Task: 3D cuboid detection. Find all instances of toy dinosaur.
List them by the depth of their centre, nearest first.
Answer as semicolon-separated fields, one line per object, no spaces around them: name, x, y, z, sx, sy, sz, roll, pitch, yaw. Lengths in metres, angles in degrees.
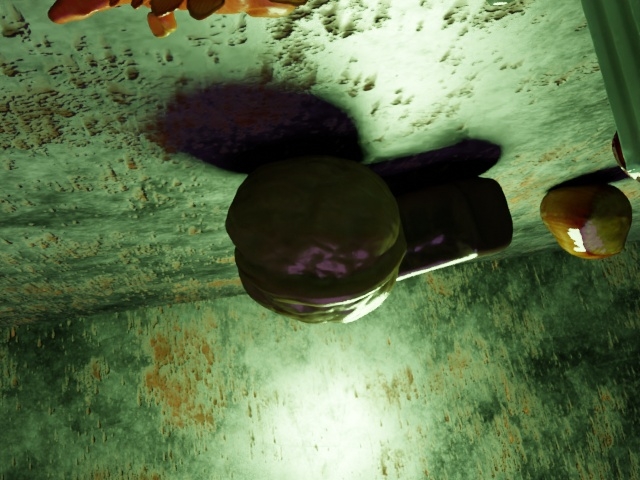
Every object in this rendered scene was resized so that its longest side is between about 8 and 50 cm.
toy dinosaur;-0.047;-0.180;0.422;0.289;0.070;0.117;-11;-154;1

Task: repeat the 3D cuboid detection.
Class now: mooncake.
mooncake;0.187;-0.017;1.229;0.334;0.174;0.326;-10;175;-43

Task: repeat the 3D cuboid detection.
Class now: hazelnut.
hazelnut;0.635;-0.058;1.497;0.186;0.210;0.210;-40;157;22

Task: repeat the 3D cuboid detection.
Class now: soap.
soap;0.286;-0.168;0.519;0.067;0.197;0.119;-8;169;-8

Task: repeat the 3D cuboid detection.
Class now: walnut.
walnut;0.000;0.000;1.003;0.286;0.285;0.296;-8;133;-6

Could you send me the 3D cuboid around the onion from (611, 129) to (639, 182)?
onion;0.564;-0.168;1.024;0.150;0.150;0.140;-22;-166;49

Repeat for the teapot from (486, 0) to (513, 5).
teapot;0.062;-0.212;0.235;0.220;0.149;0.318;-6;170;-22
